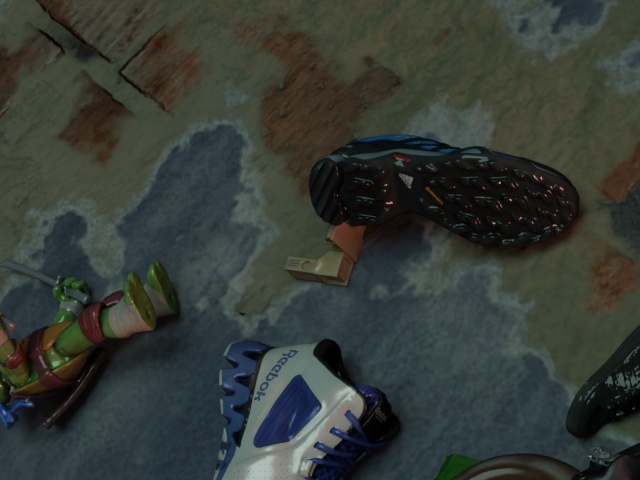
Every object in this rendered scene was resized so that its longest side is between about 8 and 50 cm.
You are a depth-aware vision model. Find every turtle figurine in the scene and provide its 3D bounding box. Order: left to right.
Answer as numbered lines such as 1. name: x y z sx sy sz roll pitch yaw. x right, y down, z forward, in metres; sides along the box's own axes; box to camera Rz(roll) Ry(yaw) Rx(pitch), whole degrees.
1. turtle figurine: -0.332 0.074 1.600 0.266 0.198 0.275 -20 61 14

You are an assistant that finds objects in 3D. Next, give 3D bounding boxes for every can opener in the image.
1. can opener: 0.306 0.208 1.216 0.059 0.186 0.073 0 107 51

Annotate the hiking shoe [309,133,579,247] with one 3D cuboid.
1. hiking shoe: 0.144 -0.075 1.466 0.304 0.113 0.132 9 30 15

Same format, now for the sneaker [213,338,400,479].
1. sneaker: -0.011 0.232 1.385 0.182 0.127 0.316 -16 57 23

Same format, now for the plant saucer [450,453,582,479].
1. plant saucer: 0.173 0.279 1.204 0.198 0.036 0.199 -15 47 17

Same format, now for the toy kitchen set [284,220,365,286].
1. toy kitchen set: 0.000 0.000 1.533 0.075 0.068 0.083 7 69 31

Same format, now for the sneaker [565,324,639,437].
1. sneaker: 0.327 0.144 1.292 0.170 0.051 0.089 -49 49 -6

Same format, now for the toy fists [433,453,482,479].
1. toy fists: 0.202 0.316 1.249 0.279 0.096 0.142 16 62 35
